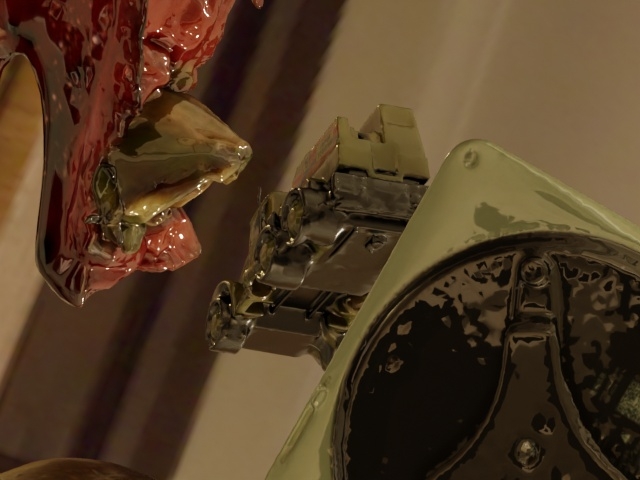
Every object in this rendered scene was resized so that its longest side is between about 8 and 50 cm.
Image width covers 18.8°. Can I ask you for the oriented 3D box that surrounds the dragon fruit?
[{"bbox_3d":[-0.075,-0.075,0.595,0.092,0.122,0.192,-141,-126,-82],"label":"dragon fruit"}]

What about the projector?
[{"bbox_3d":[0.120,0.112,1.024,0.259,0.079,0.257,31,-84,23],"label":"projector"}]

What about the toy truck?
[{"bbox_3d":[0.000,0.005,1.505,0.257,0.127,0.127,125,-35,-51],"label":"toy truck"}]

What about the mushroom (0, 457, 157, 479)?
[{"bbox_3d":[-0.124,0.154,0.928,0.170,0.135,0.080,104,-16,-56],"label":"mushroom"}]
